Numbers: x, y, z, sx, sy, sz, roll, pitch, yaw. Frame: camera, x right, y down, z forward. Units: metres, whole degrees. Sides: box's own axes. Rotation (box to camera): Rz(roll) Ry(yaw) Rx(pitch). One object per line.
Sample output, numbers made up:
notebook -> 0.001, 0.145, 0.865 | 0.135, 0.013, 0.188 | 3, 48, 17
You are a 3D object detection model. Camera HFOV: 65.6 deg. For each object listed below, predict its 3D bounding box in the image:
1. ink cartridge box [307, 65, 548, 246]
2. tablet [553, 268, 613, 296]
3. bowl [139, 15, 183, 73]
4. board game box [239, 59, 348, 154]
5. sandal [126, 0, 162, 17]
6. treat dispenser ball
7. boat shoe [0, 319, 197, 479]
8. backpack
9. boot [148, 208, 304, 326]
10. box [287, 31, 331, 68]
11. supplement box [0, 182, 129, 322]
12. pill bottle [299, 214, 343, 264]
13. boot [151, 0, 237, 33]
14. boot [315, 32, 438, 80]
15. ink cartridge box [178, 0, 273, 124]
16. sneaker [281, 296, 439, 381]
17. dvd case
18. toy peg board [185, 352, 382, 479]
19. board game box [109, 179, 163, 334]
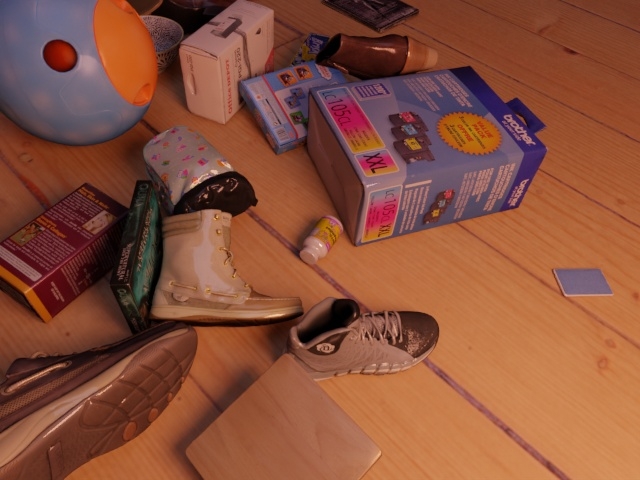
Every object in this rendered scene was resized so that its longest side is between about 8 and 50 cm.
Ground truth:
ink cartridge box -> 0.201, -0.171, 0.898 | 0.395, 0.151, 0.270 | -12, 52, -16
tablet -> 0.425, 0.068, 0.805 | 0.083, 0.006, 0.054 | 0, 50, -6
bowl -> -0.383, -0.419, 1.098 | 0.170, 0.080, 0.170 | 2, 49, -3
board game box -> -0.032, -0.278, 1.003 | 0.211, 0.039, 0.160 | -25, 78, -22
sandal -> -0.464, -0.517, 1.182 | 0.240, 0.079, 0.088 | -17, 67, 10
treat dispenser ball -> -0.434, -0.311, 0.868 | 0.288, 0.288, 0.288 | 2, 50, -3
boat shoe -> -0.282, 0.171, 0.534 | 0.130, 0.132, 0.355 | 29, 30, 19
backpack -> -0.211, -0.104, 0.828 | 0.152, 0.115, 0.182 | -31, 56, -23
boot -> -0.129, 0.038, 0.709 | 0.213, 0.077, 0.165 | 0, 72, 1
box -> -0.024, -0.408, 1.135 | 0.059, 0.054, 0.169 | 14, 51, 7
supplement box -> -0.375, 0.013, 0.737 | 0.104, 0.081, 0.188 | 28, 54, 18
pill bottle -> 0.000, 0.000, 0.803 | 0.043, 0.043, 0.083 | 25, 53, 15
boot -> -0.316, -0.637, 1.277 | 0.264, 0.096, 0.280 | 7, 49, 2
boot -> 0.087, -0.352, 0.983 | 0.207, 0.248, 0.090 | 1, 93, -19
ink cartridge box -> -0.184, -0.369, 1.021 | 0.092, 0.158, 0.218 | 23, 53, 14
sneaker -> 0.063, 0.119, 0.651 | 0.229, 0.132, 0.086 | -12, 52, -13
dvd case -> 0.136, -0.646, 1.370 | 0.221, 0.018, 0.164 | 39, 59, 24
toy peg board -> -0.039, 0.252, 0.582 | 0.160, 0.079, 0.161 | -43, 63, -15
board game box -> -0.254, 0.023, 0.711 | 0.026, 0.126, 0.186 | 0, 51, -4
